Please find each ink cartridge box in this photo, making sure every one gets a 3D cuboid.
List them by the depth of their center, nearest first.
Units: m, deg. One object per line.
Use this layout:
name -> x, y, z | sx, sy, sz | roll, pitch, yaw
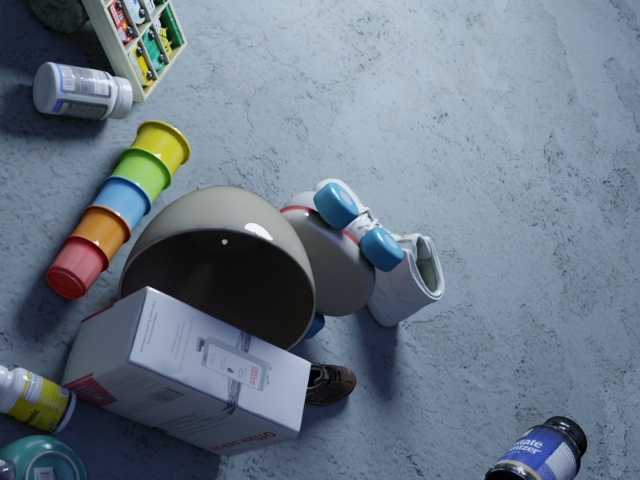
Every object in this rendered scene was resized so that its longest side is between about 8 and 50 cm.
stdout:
ink cartridge box -> -0.187, 0.193, 1.511 | 0.283, 0.207, 0.117 | 29, 57, -28

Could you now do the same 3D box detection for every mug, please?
mug -> -0.354, 0.325, 1.377 | 0.158, 0.097, 0.129 | 45, 47, -14

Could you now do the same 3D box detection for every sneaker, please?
sneaker -> -0.001, 0.231, 1.750 | 0.188, 0.071, 0.066 | 1, 69, -40
sneaker -> 0.114, -0.005, 1.902 | 0.108, 0.169, 0.293 | -29, 88, -43

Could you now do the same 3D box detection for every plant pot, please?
plant pot -> -0.147, 0.026, 1.606 | 0.284, 0.284, 0.191 | 32, 35, -25

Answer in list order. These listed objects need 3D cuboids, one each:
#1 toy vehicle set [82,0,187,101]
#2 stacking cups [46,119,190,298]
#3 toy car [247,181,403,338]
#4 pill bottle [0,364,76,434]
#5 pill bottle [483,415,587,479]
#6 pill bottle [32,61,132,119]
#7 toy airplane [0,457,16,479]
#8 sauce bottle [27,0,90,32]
toy vehicle set -> -0.304, -0.377, 1.715 | 0.267, 0.035, 0.166 | 70, 33, -41
stacking cups -> -0.298, -0.044, 1.614 | 0.096, 0.096, 0.316 | 40, 49, -19
toy car -> 0.000, 0.000, 1.817 | 0.210, 0.219, 0.238 | 43, 19, -17
pill bottle -> -0.390, 0.208, 1.427 | 0.116, 0.065, 0.065 | 31, 52, -25
pill bottle -> 0.402, 0.415, 1.975 | 0.219, 0.122, 0.123 | -31, 91, -46
pill bottle -> -0.365, -0.227, 1.657 | 0.137, 0.078, 0.078 | 4, 67, -40
toy airplane -> -0.486, 0.333, 1.087 | 0.384, 0.272, 0.386 | -46, 108, -12
sauce bottle -> -0.353, -0.475, 1.770 | 0.111, 0.111, 0.344 | 43, 46, -16
